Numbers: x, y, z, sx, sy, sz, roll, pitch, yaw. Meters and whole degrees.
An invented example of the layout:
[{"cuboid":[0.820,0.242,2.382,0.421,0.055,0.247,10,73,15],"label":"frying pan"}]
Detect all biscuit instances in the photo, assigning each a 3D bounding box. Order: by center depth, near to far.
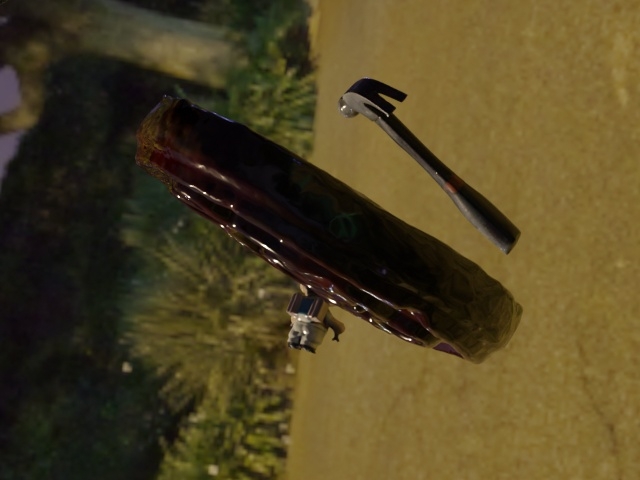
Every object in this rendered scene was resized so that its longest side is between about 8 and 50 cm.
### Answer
[{"cuboid":[0.000,0.000,1.152,0.091,0.407,0.407,-59,8,-2],"label":"biscuit"}]

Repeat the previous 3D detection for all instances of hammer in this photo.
[{"cuboid":[0.144,-0.093,1.515,0.037,0.290,0.137,-48,4,-12],"label":"hammer"}]

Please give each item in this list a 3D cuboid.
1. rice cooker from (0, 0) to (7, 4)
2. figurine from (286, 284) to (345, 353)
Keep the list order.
[{"cuboid":[-0.396,-0.386,1.241,0.317,0.316,0.264,111,145,-58],"label":"rice cooker"},{"cuboid":[0.003,0.076,2.023,0.137,0.112,0.229,8,71,43],"label":"figurine"}]
